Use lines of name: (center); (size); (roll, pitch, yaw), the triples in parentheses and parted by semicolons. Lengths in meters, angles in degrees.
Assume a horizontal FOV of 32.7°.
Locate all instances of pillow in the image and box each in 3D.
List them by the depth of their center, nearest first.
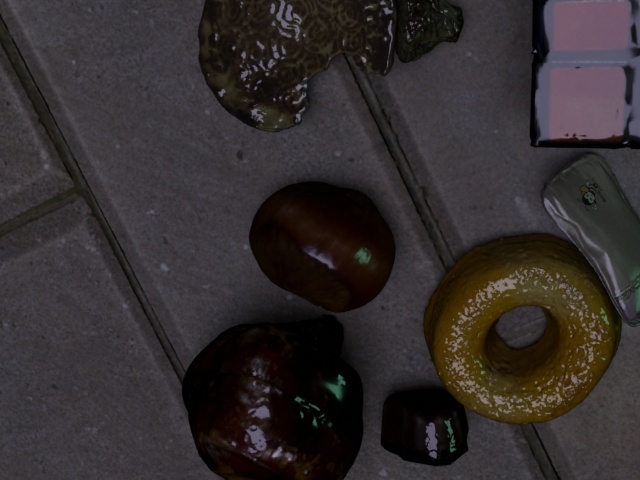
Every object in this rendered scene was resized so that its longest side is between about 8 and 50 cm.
pillow: (0.385, -0.005, 1.435); (0.131, 0.038, 0.232); (-37, 96, -26)

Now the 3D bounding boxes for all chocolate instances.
chocolate: (0.156, 0.250, 1.528); (0.125, 0.149, 0.080); (-14, 102, -24)

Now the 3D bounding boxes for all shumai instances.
shumai: (0.141, -0.295, 1.422); (0.087, 0.099, 0.123); (-4, 101, -7)

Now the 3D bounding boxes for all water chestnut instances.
water chestnut: (-0.053, 0.230, 1.500); (0.244, 0.289, 0.289); (-35, 94, 7)

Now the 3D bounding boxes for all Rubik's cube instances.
Rubik's cube: (0.390, -0.259, 1.276); (0.294, 0.288, 0.283); (4, 103, 12)

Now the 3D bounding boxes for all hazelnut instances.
hazelnut: (0.000, 0.000, 1.482); (0.204, 0.178, 0.177); (23, 109, 37)

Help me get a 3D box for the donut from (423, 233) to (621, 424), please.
donut: (0.273, 0.129, 1.481); (0.278, 0.108, 0.277); (3, 103, 11)

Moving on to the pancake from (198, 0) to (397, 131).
pancake: (-0.032, -0.278, 1.460); (0.286, 0.033, 0.288); (24, 109, 16)
